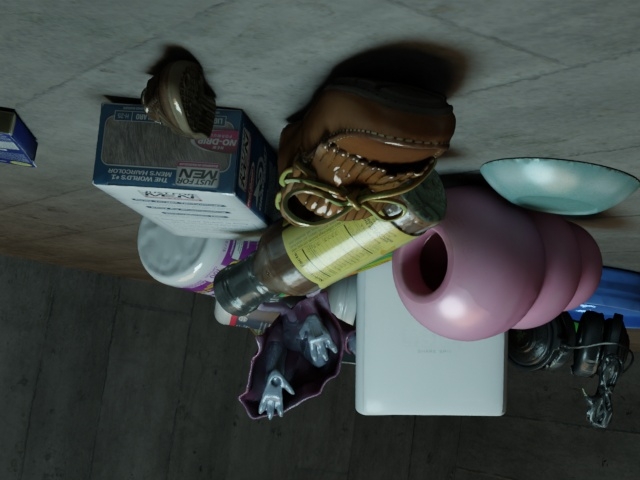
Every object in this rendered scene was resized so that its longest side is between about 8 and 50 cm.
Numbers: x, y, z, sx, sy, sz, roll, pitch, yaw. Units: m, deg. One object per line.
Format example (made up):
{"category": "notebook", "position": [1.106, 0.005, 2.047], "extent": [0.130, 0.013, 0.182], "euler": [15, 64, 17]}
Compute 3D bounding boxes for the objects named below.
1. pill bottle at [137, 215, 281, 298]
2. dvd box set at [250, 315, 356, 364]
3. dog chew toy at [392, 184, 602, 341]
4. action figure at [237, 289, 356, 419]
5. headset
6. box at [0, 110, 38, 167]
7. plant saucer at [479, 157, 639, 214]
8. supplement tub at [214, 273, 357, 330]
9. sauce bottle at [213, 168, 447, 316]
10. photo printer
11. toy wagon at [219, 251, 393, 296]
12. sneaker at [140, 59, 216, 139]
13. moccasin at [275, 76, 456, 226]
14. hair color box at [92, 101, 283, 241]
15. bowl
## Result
{"category": "pill bottle", "position": [-0.152, 0.016, 1.916], "extent": [0.169, 0.169, 0.301], "euler": [3, 170, 34]}
{"category": "dvd box set", "position": [-0.062, 0.151, 2.573], "extent": [0.307, 0.062, 0.420], "euler": [12, -164, -31]}
{"category": "dog chew toy", "position": [0.257, 0.033, 1.549], "extent": [0.331, 0.207, 0.206], "euler": [3, 177, -39]}
{"category": "action figure", "position": [-0.054, 0.176, 2.021], "extent": [0.248, 0.276, 0.370], "euler": [-16, -171, 7]}
{"category": "headset", "position": [0.445, 0.209, 2.065], "extent": [0.243, 0.185, 0.394], "euler": [10, -177, -13]}
{"category": "box", "position": [-0.469, -0.146, 1.561], "extent": [0.136, 0.037, 0.225], "euler": [9, 171, -4]}
{"category": "plant saucer", "position": [0.291, -0.060, 1.397], "extent": [0.195, 0.037, 0.195], "euler": [8, 171, 1]}
{"category": "supplement tub", "position": [-0.067, 0.091, 2.275], "extent": [0.272, 0.191, 0.191], "euler": [9, 172, -6]}
{"category": "sauce bottle", "position": [0.000, 0.000, 1.430], "extent": [0.344, 0.111, 0.111], "euler": [-28, 150, 37]}
{"category": "photo printer", "position": [0.186, 0.135, 1.897], "extent": [0.256, 0.308, 0.107], "euler": [1, -176, 0]}
{"category": "toy wagon", "position": [0.017, 0.021, 1.658], "extent": [0.344, 0.068, 0.267], "euler": [-18, 174, -29]}
{"category": "sneaker", "position": [-0.156, -0.141, 1.174], "extent": [0.071, 0.066, 0.188], "euler": [9, 172, 4]}
{"category": "moccasin", "position": [0.029, -0.075, 1.157], "extent": [0.139, 0.147, 0.380], "euler": [11, 171, -21]}
{"category": "hair color box", "position": [-0.150, -0.078, 1.461], "extent": [0.173, 0.105, 0.347], "euler": [4, 172, 9]}
{"category": "bowl", "position": [0.493, 0.106, 2.221], "extent": [0.391, 0.077, 0.391], "euler": [8, 172, 1]}
